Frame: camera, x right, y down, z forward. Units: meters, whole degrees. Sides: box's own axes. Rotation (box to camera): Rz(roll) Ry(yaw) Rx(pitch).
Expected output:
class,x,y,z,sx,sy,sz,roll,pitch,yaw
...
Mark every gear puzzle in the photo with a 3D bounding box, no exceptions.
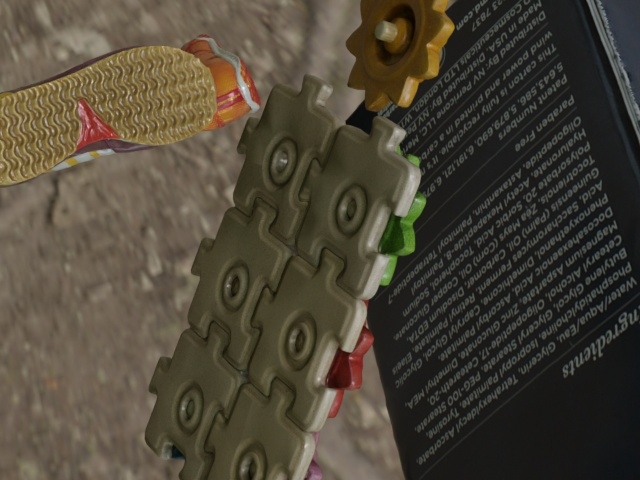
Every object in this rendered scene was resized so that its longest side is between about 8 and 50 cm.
class,x,y,z,sx,sy,sz,roll,pitch,yaw
gear puzzle,0.000,0.000,1.129,0.044,0.175,0.338,13,104,-35

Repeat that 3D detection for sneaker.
class,x,y,z,sx,sy,sz,roll,pitch,yaw
sneaker,-0.155,-0.079,1.252,0.185,0.084,0.069,-16,97,-33
sneaker,-0.099,-0.119,1.528,0.067,0.175,0.064,-23,101,-10

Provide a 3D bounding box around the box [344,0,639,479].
class,x,y,z,sx,sy,sz,roll,pitch,yaw
box,0.307,0.084,1.392,0.480,0.471,0.297,16,134,-33
